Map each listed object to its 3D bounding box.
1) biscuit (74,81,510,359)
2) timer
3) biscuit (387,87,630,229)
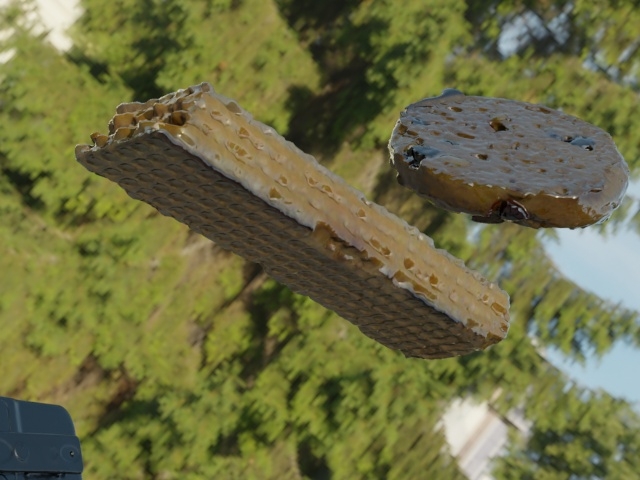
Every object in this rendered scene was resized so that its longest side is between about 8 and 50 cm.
[{"bbox_3d":[0.000,0.000,0.826,0.094,0.054,0.378,-13,-32,40],"label":"biscuit"},{"bbox_3d":[-0.356,0.263,1.439,0.187,0.055,0.144,24,48,-60],"label":"timer"},{"bbox_3d":[0.211,-0.087,1.348,0.296,0.296,0.075,30,-53,37],"label":"biscuit"}]
